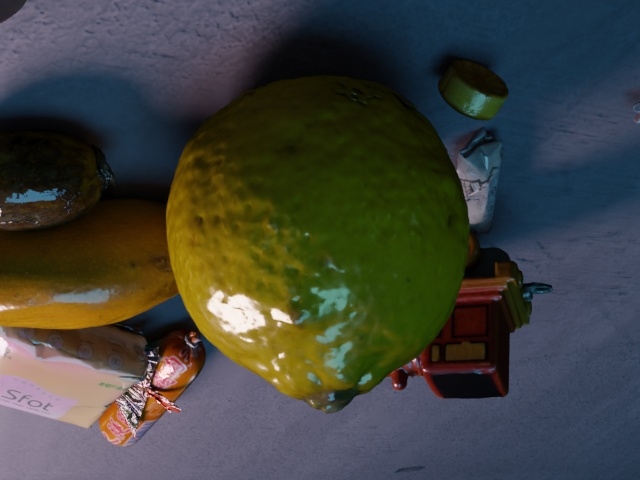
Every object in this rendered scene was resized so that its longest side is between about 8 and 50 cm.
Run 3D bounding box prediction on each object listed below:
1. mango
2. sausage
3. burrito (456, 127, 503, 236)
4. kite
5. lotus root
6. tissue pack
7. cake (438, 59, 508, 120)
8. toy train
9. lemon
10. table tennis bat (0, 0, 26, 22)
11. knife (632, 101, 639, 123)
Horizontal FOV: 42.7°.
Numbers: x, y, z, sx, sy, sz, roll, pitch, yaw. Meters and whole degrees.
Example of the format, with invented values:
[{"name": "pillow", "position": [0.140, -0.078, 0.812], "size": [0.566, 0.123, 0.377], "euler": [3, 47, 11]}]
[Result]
[{"name": "mango", "position": [-0.308, 0.033, 1.032], "size": [0.359, 0.187, 0.144], "euler": [-11, 115, -22]}, {"name": "sausage", "position": [-0.281, 0.245, 1.405], "size": [0.093, 0.093, 0.312], "euler": [14, 136, -32]}, {"name": "burrito", "position": [0.222, -0.070, 1.171], "size": [0.064, 0.064, 0.203], "euler": [-11, 143, -3]}, {"name": "kite", "position": [-0.308, 0.234, 1.351], "size": [0.189, 0.009, 0.232], "euler": [31, 125, 10]}, {"name": "lotus root", "position": [-0.344, -0.068, 0.946], "size": [0.209, 0.120, 0.120], "euler": [-7, 144, -10]}, {"name": "tissue pack", "position": [-0.420, 0.177, 1.243], "size": [0.257, 0.123, 0.215], "euler": [26, 130, -28]}, {"name": "cake", "position": [0.184, -0.180, 0.988], "size": [0.084, 0.084, 0.044], "euler": [9, 132, -28]}, {"name": "toy train", "position": [0.156, 0.115, 1.216], "size": [0.369, 0.231, 0.163], "euler": [-6, 146, 20]}, {"name": "lemon", "position": [0.000, 0.000, 0.935], "size": [0.350, 0.387, 0.350], "euler": [-9, 164, -3]}, {"name": "table tennis bat", "position": [-0.340, -0.302, 0.705], "size": [0.173, 0.022, 0.301], "euler": [-2, 144, -14]}, {"name": "knife", "position": [0.518, -0.244, 1.034], "size": [0.123, 0.053, 0.278], "euler": [9, 138, -22]}]
